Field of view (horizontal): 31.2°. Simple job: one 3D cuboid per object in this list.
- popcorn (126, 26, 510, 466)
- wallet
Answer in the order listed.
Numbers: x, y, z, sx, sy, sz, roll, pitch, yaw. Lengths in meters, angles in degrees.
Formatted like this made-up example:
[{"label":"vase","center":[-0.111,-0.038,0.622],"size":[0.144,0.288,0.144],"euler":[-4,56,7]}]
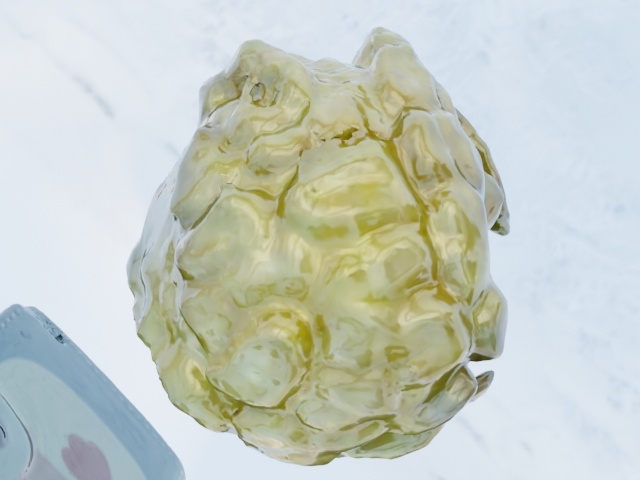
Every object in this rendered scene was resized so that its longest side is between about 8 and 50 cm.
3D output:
[{"label":"popcorn","center":[0.000,0.000,0.616],"size":[0.190,0.250,0.250],"euler":[17,127,-20]},{"label":"wallet","center":[-0.232,0.193,0.831],"size":[0.083,0.360,0.252],"euler":[-36,100,19]}]
